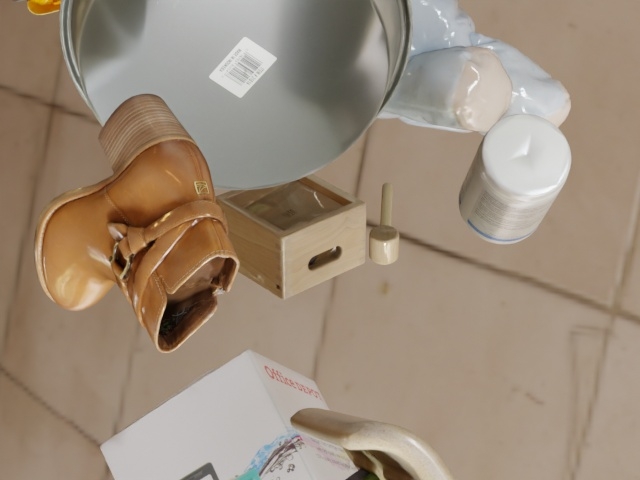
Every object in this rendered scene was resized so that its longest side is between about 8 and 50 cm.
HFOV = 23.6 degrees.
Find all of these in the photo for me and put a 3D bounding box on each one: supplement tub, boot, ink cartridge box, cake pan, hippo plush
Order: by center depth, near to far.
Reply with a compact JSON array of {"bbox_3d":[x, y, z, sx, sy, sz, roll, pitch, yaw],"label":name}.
[{"bbox_3d":[-0.126,0.019,1.026,0.152,0.073,0.197,61,138,34],"label":"boot"},{"bbox_3d":[0.148,-0.045,1.178,0.107,0.071,0.071,106,160,-70],"label":"supplement tub"},{"bbox_3d":[-0.068,-0.157,1.255,0.293,0.293,0.054,-56,22,32],"label":"cake pan"},{"bbox_3d":[0.104,-0.225,1.424,0.294,0.234,0.236,11,95,29],"label":"hippo plush"},{"bbox_3d":[-0.059,0.288,1.600,0.197,0.198,0.270,-33,65,10],"label":"ink cartridge box"}]

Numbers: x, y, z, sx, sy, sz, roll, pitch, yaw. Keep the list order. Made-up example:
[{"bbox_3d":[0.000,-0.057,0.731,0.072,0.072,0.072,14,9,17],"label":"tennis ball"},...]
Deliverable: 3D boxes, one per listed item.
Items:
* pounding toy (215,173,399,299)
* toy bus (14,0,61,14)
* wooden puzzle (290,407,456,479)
[{"bbox_3d":[0.011,-0.001,1.763,0.206,0.181,0.094,30,131,41],"label":"pounding toy"},{"bbox_3d":[-0.357,-0.432,1.953,0.149,0.220,0.211,-19,40,13],"label":"toy bus"},{"bbox_3d":[0.099,0.258,1.006,0.348,0.080,0.322,51,171,-1],"label":"wooden puzzle"}]
